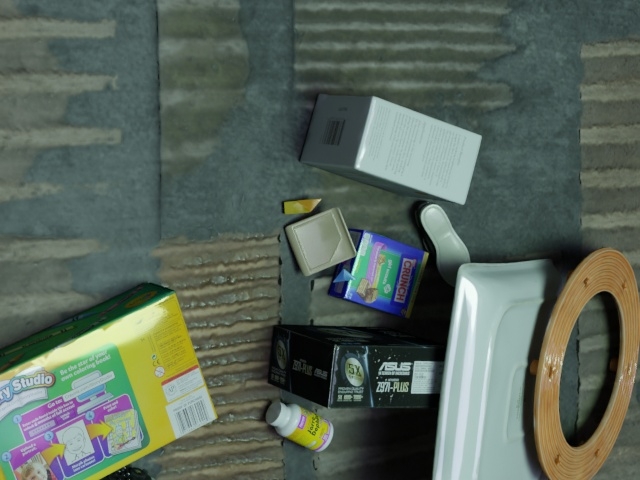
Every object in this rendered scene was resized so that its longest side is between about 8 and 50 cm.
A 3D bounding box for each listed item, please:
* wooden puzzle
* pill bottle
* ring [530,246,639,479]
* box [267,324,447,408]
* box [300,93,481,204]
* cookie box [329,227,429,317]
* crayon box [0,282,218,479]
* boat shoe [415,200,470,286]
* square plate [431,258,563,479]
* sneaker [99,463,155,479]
[{"bbox_3d":[0.000,0.000,1.707,0.079,0.014,0.116,-15,96,-2],"label":"wooden puzzle"},{"bbox_3d":[-0.027,0.230,1.721,0.083,0.043,0.043,30,81,-31],"label":"pill bottle"},{"bbox_3d":[0.360,0.174,1.889,0.337,0.032,0.336,-21,116,-52],"label":"ring"},{"bbox_3d":[0.051,0.154,1.698,0.180,0.147,0.077,4,94,-31],"label":"box"},{"bbox_3d":[0.086,-0.112,1.694,0.171,0.130,0.091,16,87,-33],"label":"box"},{"bbox_3d":[0.075,0.042,1.760,0.107,0.040,0.091,18,86,-32],"label":"cookie box"},{"bbox_3d":[-0.270,0.178,1.543,0.278,0.081,0.165,-25,109,-26],"label":"crayon box"},{"bbox_3d":[0.158,0.003,1.808,0.046,0.038,0.125,-32,112,-4],"label":"boat shoe"},{"bbox_3d":[0.240,0.200,1.784,0.344,0.049,0.347,-1,98,-61],"label":"square plate"},{"bbox_3d":[-0.186,0.333,1.620,0.237,0.085,0.086,30,107,-24],"label":"sneaker"}]
